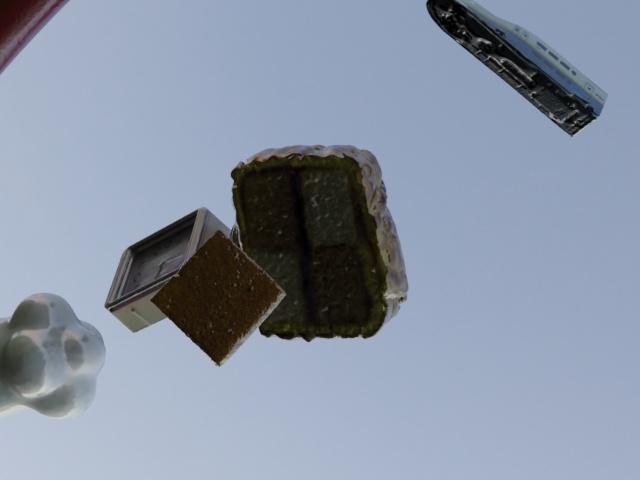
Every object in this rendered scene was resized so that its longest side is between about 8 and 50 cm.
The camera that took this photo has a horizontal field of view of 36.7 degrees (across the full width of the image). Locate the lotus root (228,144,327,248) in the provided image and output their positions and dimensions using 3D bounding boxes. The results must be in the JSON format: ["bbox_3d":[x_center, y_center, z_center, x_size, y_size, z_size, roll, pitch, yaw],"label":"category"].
[{"bbox_3d":[-0.027,-0.038,1.455,0.193,0.291,0.193,9,-49,10],"label":"lotus root"}]

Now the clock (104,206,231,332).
[{"bbox_3d":[-0.240,0.048,1.529,0.192,0.147,0.071,-25,-55,28],"label":"clock"}]

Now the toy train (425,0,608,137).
[{"bbox_3d":[0.222,-0.214,1.104,0.234,0.051,0.052,38,-36,-6],"label":"toy train"}]

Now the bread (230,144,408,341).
[{"bbox_3d":[0.000,0.000,1.080,0.181,0.096,0.222,-8,-82,19],"label":"bread"}]

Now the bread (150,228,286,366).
[{"bbox_3d":[-0.094,0.054,0.894,0.090,0.094,0.035,43,-10,-1],"label":"bread"}]

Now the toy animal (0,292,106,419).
[{"bbox_3d":[-0.288,0.104,0.472,0.363,0.181,0.180,4,-86,30],"label":"toy animal"}]

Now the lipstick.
[{"bbox_3d":[-0.377,-0.295,1.219,0.241,0.080,0.080,-47,-113,-1],"label":"lipstick"}]
